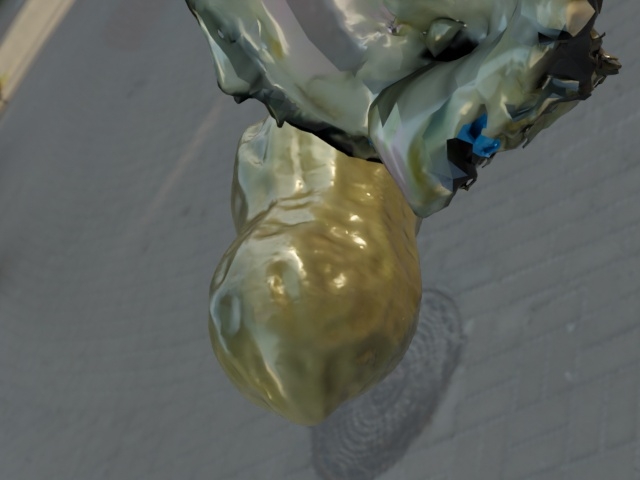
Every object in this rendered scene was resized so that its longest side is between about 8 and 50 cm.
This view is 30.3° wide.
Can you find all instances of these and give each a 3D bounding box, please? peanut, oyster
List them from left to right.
[{"bbox_3d":[0.000,0.000,0.770,0.149,0.149,0.313,-43,22,32],"label":"peanut"},{"bbox_3d":[0.030,-0.098,0.499,0.198,0.260,0.092,24,59,27],"label":"oyster"}]
